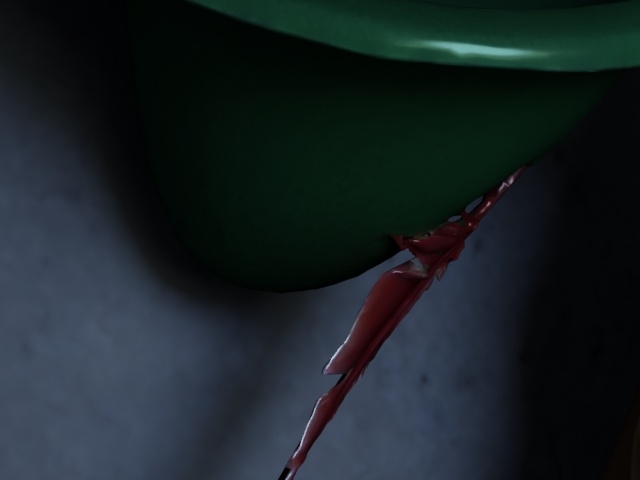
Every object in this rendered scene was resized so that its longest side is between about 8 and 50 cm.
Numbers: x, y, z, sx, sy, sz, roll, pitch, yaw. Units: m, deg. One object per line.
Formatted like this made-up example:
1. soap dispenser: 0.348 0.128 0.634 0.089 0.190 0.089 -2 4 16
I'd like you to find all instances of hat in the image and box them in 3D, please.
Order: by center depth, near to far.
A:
1. hat: 0.000 0.000 0.474 0.208 0.173 0.183 -17 127 -41

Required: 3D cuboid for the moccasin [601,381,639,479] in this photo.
1. moccasin: 0.137 0.069 0.441 0.139 0.147 0.380 19 98 10
